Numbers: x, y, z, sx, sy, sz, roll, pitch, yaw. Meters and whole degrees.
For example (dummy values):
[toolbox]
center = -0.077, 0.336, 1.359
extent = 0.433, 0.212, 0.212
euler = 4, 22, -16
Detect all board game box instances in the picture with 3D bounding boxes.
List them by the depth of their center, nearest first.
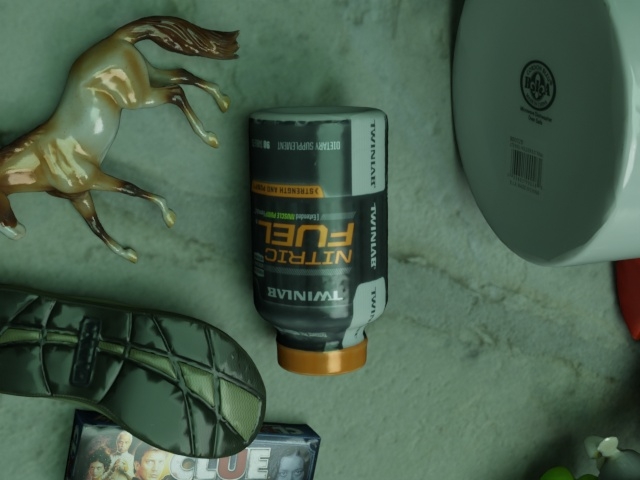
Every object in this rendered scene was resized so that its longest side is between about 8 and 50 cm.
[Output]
[board game box]
center = -0.131, 0.258, 0.964
extent = 0.243, 0.042, 0.165
euler = 8, 97, -23

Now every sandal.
[sandal]
center = -0.191, 0.107, 0.895
extent = 0.302, 0.086, 0.120
euler = 20, 86, -7

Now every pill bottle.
[pill bottle]
center = 0.000, 0.000, 0.920
extent = 0.130, 0.130, 0.246
euler = -6, 102, -21

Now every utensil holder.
[utensil holder]
center = 0.364, -0.151, 0.935
extent = 0.385, 0.327, 0.328
euler = -7, 103, -18

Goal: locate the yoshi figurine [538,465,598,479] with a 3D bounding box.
[yoshi figurine]
center = 0.240, 0.436, 1.071
extent = 0.203, 0.203, 0.362
euler = 6, 95, -16

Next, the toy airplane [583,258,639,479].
[toy airplane]
center = 0.480, 0.206, 1.076
extent = 0.386, 0.272, 0.385
euler = 19, 59, -11

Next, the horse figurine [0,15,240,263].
[horse figurine]
center = -0.181, -0.098, 0.865
extent = 0.174, 0.066, 0.263
euler = 32, 90, -30
